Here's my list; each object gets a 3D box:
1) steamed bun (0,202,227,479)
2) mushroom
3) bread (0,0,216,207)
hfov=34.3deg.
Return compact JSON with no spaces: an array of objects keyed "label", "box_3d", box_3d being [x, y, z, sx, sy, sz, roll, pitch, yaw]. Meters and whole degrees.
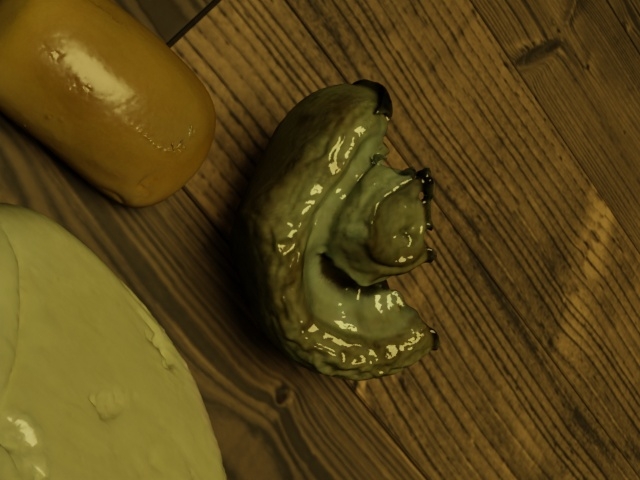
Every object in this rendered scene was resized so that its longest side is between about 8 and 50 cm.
[{"label":"steamed bun","box_3d":[-0.217,0.162,0.687,0.312,0.233,0.334,53,17,-31]},{"label":"mushroom","box_3d":[-0.004,-0.005,0.960,0.164,0.189,0.267,-16,118,-20]},{"label":"bread","box_3d":[-0.184,-0.132,0.891,0.217,0.098,0.147,37,56,-29]}]
